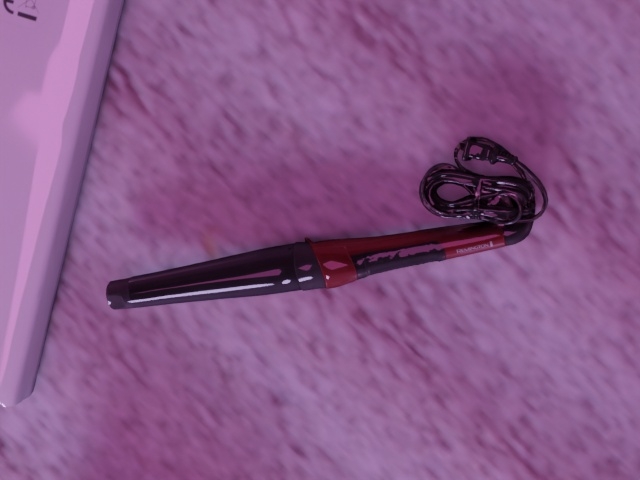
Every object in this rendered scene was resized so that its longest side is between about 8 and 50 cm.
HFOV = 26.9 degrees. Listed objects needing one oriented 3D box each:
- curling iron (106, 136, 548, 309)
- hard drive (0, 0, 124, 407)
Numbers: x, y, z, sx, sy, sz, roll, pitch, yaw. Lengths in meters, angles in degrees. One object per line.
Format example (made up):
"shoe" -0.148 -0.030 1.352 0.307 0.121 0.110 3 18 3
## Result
"curling iron" 0.000 0.000 0.800 0.274 0.035 0.068 -16 92 14
"hard drive" -0.252 -0.097 0.831 0.233 0.047 0.353 18 102 8
